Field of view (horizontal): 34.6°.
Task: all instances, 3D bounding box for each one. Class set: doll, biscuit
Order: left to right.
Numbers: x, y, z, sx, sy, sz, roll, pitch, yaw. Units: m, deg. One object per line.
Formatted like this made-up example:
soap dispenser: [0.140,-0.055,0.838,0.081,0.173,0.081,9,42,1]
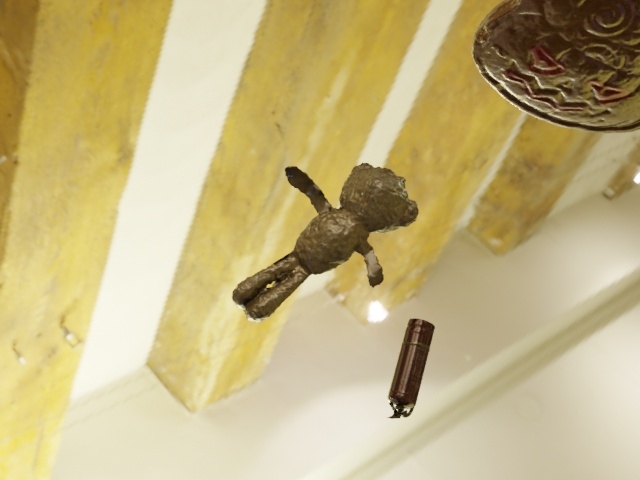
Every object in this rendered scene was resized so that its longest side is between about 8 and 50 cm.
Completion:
doll: [0.013,0.010,1.489,0.285,0.203,0.091,-64,-19,-17]
biscuit: [0.332,-0.226,1.269,0.257,0.273,0.049,131,154,-56]

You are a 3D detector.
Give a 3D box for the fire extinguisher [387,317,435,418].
fire extinguisher: [0.132,0.197,1.503,0.078,0.045,0.157,45,-126,-50]
